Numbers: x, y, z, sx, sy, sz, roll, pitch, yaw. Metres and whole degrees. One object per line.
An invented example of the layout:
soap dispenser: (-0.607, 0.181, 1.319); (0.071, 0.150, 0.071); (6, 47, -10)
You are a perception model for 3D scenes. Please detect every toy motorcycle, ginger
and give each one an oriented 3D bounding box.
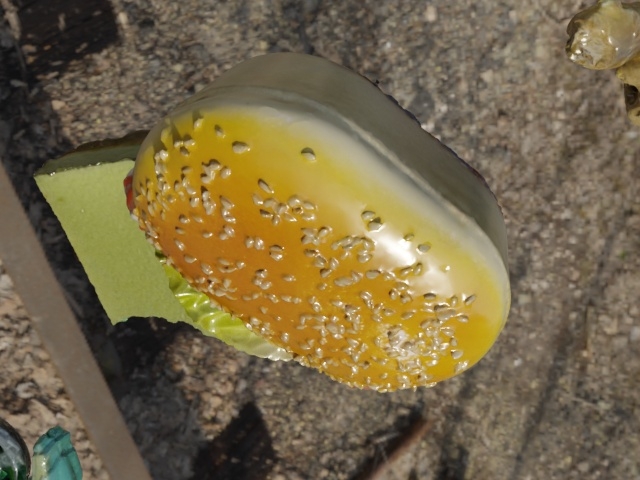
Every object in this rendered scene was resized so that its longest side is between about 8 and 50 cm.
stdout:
toy motorcycle: (-0.266, 0.302, 0.837); (0.109, 0.198, 0.296); (-43, 133, -57)
ginger: (0.231, -0.121, 0.611); (0.165, 0.067, 0.096); (2, 131, -21)

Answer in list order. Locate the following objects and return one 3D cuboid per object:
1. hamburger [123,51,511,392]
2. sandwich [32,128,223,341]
hamburger: (0.000, 0.000, 0.470); (0.210, 0.173, 0.116); (40, 59, -14)
sandwich: (-0.105, -0.002, 0.798); (0.063, 0.245, 0.212); (-68, 147, -50)
